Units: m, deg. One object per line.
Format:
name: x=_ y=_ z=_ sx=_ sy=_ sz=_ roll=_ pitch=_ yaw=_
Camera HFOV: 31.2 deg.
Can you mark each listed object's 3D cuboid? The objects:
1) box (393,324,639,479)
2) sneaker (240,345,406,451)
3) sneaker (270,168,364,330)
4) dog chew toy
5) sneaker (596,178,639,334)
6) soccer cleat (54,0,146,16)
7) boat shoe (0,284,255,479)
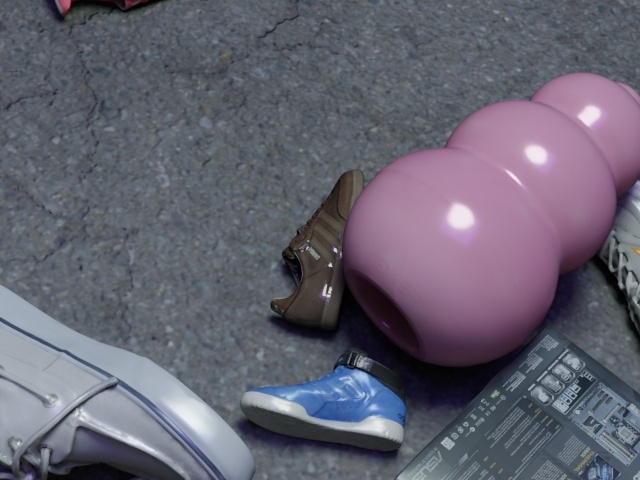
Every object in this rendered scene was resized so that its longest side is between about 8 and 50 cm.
box: x=0.202 y=0.209 z=1.018 sx=0.183 sy=0.059 sz=0.233 roll=38 pitch=59 yaw=21
sneaker: x=0.006 y=0.137 z=1.051 sx=0.152 sy=0.058 sz=0.084 roll=11 pitch=60 yaw=-2
sneaker: x=0.000 y=0.000 z=1.145 sx=0.071 sy=0.066 sz=0.188 roll=10 pitch=54 yaw=3
dog chew toy: x=0.180 y=-0.035 z=1.079 sx=0.332 sy=0.206 sz=0.206 roll=-40 pitch=66 yaw=-15
sneaker: x=0.332 y=0.037 z=1.133 sx=0.262 sy=0.099 sz=0.121 roll=37 pitch=64 yaw=21
soccer cleat: x=-0.200 y=-0.320 z=1.360 sx=0.248 sy=0.083 sz=0.095 roll=-7 pitch=85 yaw=-15
boat shoe: x=-0.240 y=0.155 z=0.973 sx=0.367 sy=0.136 sz=0.156 roll=27 pitch=57 yaw=17
